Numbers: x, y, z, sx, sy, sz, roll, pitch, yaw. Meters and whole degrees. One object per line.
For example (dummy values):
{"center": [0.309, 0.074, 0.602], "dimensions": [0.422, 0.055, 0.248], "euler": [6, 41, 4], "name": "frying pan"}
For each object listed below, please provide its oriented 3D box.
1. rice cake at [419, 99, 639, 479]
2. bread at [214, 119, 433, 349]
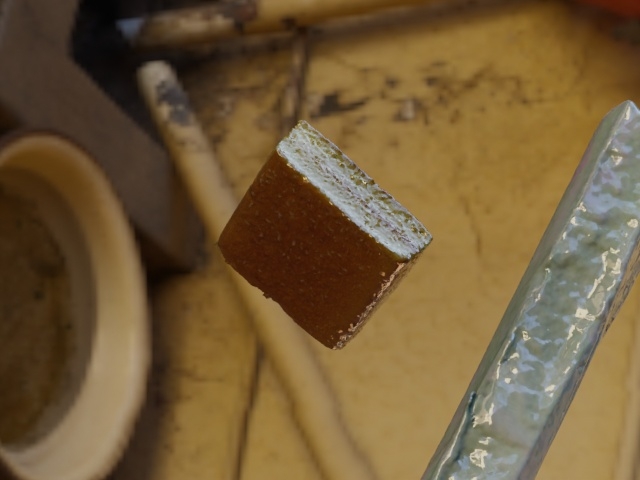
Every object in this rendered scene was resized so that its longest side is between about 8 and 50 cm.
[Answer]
{"center": [0.091, 0.045, 0.687], "dimensions": [0.226, 0.040, 0.085], "euler": [-60, 166, -22], "name": "rice cake"}
{"center": [0.000, 0.000, 0.847], "dimensions": [0.035, 0.090, 0.094], "euler": [-44, 173, -40], "name": "bread"}
